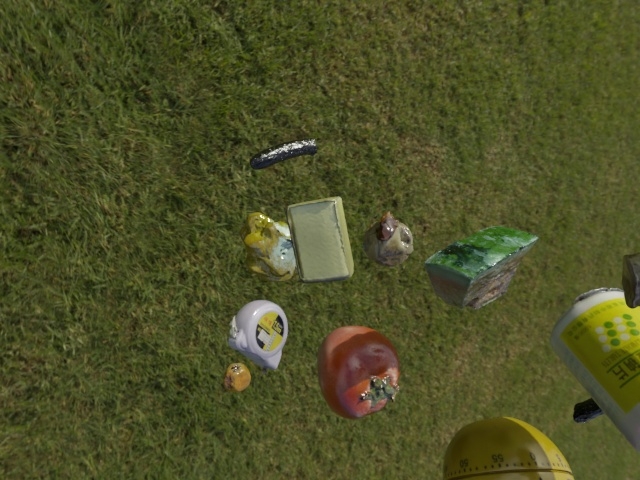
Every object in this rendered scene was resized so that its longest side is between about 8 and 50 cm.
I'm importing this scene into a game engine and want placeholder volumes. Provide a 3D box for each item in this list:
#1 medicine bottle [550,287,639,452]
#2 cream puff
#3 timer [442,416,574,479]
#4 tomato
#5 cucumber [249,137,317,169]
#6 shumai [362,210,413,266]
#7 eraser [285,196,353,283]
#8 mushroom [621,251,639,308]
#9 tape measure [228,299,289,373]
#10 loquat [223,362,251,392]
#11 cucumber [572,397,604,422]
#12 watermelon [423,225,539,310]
[{"bbox_3d":[0.667,0.293,0.814,0.213,0.379,0.214,-7,126,-9],"label":"medicine bottle"},{"bbox_3d":[-0.223,0.038,1.801,0.323,0.269,0.275,23,87,-40],"label":"cream puff"},{"bbox_3d":[0.514,0.699,1.090,0.376,0.376,0.387,32,39,-36],"label":"timer"},{"bbox_3d":[0.123,0.456,1.448,0.321,0.321,0.322,-9,107,-33],"label":"tomato"},{"bbox_3d":[-0.150,-0.345,1.598,0.303,0.072,0.081,-21,80,-33],"label":"cucumber"},{"bbox_3d":[0.251,-0.005,1.524,0.202,0.201,0.120,-64,160,-5],"label":"shumai"},{"bbox_3d":[0.000,0.000,0.865,0.058,0.116,0.172,-37,117,-68],"label":"eraser"},{"bbox_3d":[0.594,0.073,0.639,0.254,0.183,0.255,0,90,-65],"label":"mushroom"},{"bbox_3d":[-0.180,0.270,1.207,0.196,0.105,0.179,52,52,-33],"label":"tape measure"},{"bbox_3d":[-0.386,0.632,1.877,0.137,0.113,0.138,-5,111,-12],"label":"loquat"},{"bbox_3d":[0.786,0.462,1.143,0.053,0.053,0.182,-9,143,-33],"label":"cucumber"},{"bbox_3d":[0.442,0.076,1.171,0.264,0.151,0.302,-26,146,-16],"label":"watermelon"}]
